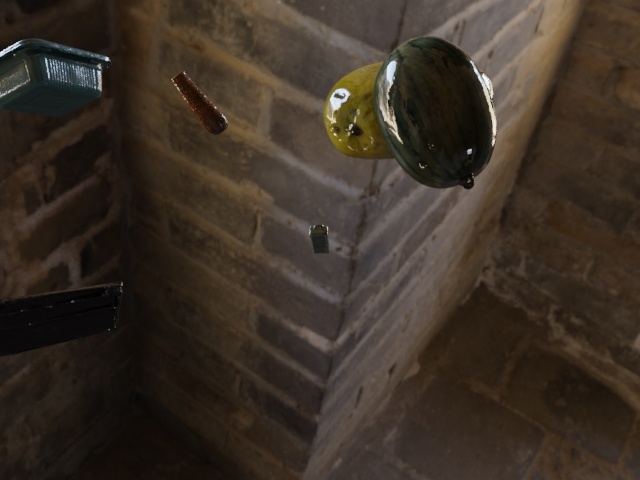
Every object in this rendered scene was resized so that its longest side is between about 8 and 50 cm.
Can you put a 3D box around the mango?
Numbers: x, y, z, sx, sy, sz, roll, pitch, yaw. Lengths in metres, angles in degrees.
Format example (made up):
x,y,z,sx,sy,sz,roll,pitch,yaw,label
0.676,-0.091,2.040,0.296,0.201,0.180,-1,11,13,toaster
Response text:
x,y,z,sx,sy,sz,roll,pitch,yaw,label
0.187,-0.278,1.453,0.364,0.182,0.253,-11,28,-9,mango

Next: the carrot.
x,y,z,sx,sy,sz,roll,pitch,yaw,label
-0.155,-0.176,0.900,0.093,0.032,0.032,51,36,-20,carrot

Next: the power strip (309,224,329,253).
x,y,z,sx,sy,sz,roll,pitch,yaw,label
0.000,0.000,1.042,0.027,0.083,0.017,0,65,5,power strip

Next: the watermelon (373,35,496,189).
x,y,z,sx,sy,sz,roll,pitch,yaw,label
0.080,-0.086,0.480,0.078,0.078,0.111,-18,89,-30,watermelon

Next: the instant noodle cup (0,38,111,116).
x,y,z,sx,sy,sz,roll,pitch,yaw,label
-0.438,-0.252,1.112,0.157,0.070,0.179,-16,-7,29,instant noodle cup

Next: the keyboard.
x,y,z,sx,sy,sz,roll,pitch,yaw,label
-0.379,0.111,0.960,0.017,0.087,0.250,22,17,31,keyboard
